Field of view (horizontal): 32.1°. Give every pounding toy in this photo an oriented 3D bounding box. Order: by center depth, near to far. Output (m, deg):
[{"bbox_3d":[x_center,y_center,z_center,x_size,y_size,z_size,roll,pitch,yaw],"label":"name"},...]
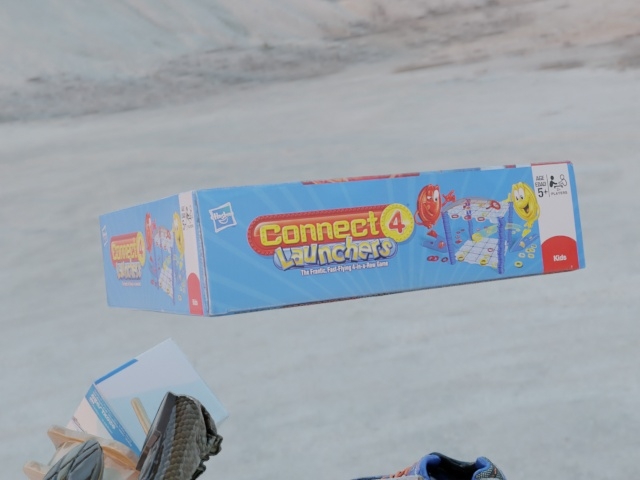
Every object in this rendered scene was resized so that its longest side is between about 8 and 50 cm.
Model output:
[{"bbox_3d":[-0.283,0.328,1.610,0.269,0.154,0.155,6,50,34],"label":"pounding toy"}]

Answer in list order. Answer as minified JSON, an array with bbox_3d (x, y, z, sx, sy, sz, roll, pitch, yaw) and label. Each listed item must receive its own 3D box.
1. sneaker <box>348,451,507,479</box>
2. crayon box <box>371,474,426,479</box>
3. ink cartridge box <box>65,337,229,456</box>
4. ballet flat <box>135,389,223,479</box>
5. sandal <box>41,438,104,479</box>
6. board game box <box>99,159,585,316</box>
[{"bbox_3d":[0.115,0.278,1.257,0.221,0.087,0.083,-10,30,24],"label":"sneaker"},{"bbox_3d":[-0.049,0.330,0.996,0.318,0.202,0.081,-8,-28,15],"label":"crayon box"},{"bbox_3d":[-0.298,0.311,1.853,0.171,0.168,0.233,-30,-14,-40],"label":"ink cartridge box"},{"bbox_3d":[-0.117,0.210,0.799,0.058,0.084,0.250,24,36,-10],"label":"ballet flat"},{"bbox_3d":[-0.273,0.319,1.283,0.090,0.060,0.219,-30,35,-1],"label":"sandal"},{"bbox_3d":[0.000,0.000,0.918,0.302,0.086,0.308,-6,0,-24],"label":"board game box"}]
